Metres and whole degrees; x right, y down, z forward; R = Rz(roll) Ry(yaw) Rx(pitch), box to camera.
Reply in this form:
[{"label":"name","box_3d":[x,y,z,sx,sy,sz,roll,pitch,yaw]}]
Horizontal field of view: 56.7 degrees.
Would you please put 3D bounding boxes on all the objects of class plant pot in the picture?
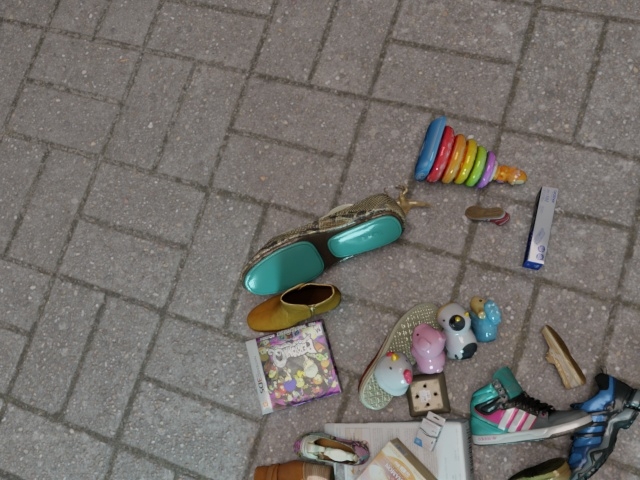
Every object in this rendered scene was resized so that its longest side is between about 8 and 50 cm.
[{"label":"plant pot","box_3d":[0.277,0.402,1.545,0.109,0.096,0.109,-10,76,8]}]

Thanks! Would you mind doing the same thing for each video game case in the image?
[{"label":"video game case","box_3d":[-0.076,0.351,1.655,0.232,0.042,0.210,-17,76,7]}]

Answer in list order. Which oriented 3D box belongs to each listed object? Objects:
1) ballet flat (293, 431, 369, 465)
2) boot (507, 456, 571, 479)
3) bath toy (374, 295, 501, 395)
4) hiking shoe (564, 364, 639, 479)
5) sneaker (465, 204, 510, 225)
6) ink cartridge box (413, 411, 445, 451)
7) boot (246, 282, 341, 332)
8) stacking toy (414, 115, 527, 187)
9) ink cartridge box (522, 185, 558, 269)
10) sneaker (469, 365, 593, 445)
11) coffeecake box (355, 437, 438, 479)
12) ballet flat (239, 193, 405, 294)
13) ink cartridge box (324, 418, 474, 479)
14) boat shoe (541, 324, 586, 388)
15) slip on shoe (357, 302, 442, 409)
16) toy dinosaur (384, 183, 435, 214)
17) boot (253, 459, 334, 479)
[{"label":"ballet flat","box_3d":[0.016,0.546,1.548,0.221,0.079,0.077,0,78,26]},{"label":"boot","box_3d":[0.580,0.650,1.374,0.089,0.236,0.269,-26,70,-20]},{"label":"bath toy","box_3d":[0.292,0.263,1.492,0.348,0.129,0.151,-27,87,-19]},{"label":"hiking shoe","box_3d":[0.662,0.468,1.462,0.132,0.113,0.304,36,81,33]},{"label":"sneaker","box_3d":[0.466,-0.069,1.648,0.118,0.067,0.042,7,80,43]},{"label":"ink cartridge box","box_3d":[0.270,0.471,1.467,0.048,0.028,0.083,21,88,28]},{"label":"boot","box_3d":[-0.089,0.173,1.609,0.295,0.211,0.104,-16,74,8]},{"label":"stacking toy","box_3d":[0.424,-0.208,1.643,0.301,0.175,0.166,18,82,1]},{"label":"ink cartridge box","box_3d":[0.585,-0.032,1.581,0.046,0.097,0.207,12,80,13]},{"label":"sneaker","box_3d":[0.500,0.398,1.468,0.295,0.124,0.178,-19,74,29]},{"label":"coffeecake box","box_3d":[0.173,0.609,1.464,0.142,0.068,0.185,42,100,26]},{"label":"ballet flat","box_3d":[0.000,0.000,1.663,0.482,0.164,0.182,-24,36,4]},{"label":"ink cartridge box","box_3d":[0.202,0.626,1.536,0.385,0.091,0.308,-9,76,27]},{"label":"boat shoe","box_3d":[0.608,0.300,1.522,0.059,0.063,0.170,-39,61,29]},{"label":"slip on shoe","box_3d":[0.207,0.300,1.581,0.123,0.101,0.331,39,74,-4]},{"label":"toy dinosaur","box_3d":[0.235,-0.112,1.702,0.183,0.053,0.093,-9,91,17]},{"label":"boot","box_3d":[-0.080,0.715,1.527,0.220,0.109,0.283,-6,66,15]}]
